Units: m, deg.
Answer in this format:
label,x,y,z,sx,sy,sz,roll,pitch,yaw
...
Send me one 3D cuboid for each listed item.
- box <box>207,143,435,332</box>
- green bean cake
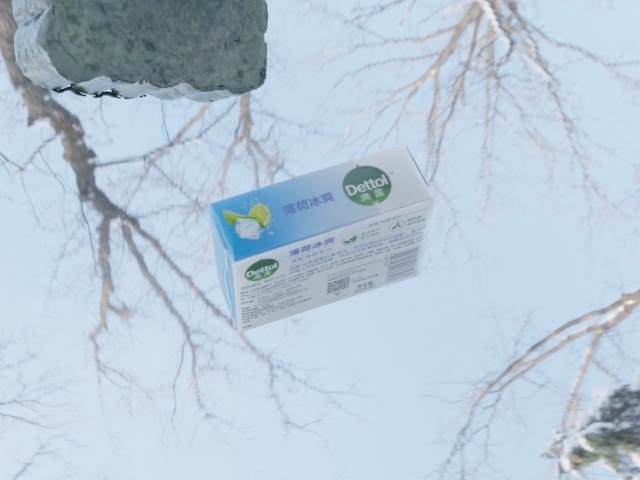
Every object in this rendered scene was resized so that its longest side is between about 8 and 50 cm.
label,x,y,z,sx,sy,sz,roll,pitch,yaw
box,0.000,0.001,1.006,0.194,0.139,0.073,-17,-120,-12
green bean cake,-0.132,-0.196,0.792,0.183,0.094,0.185,1,-96,-36
